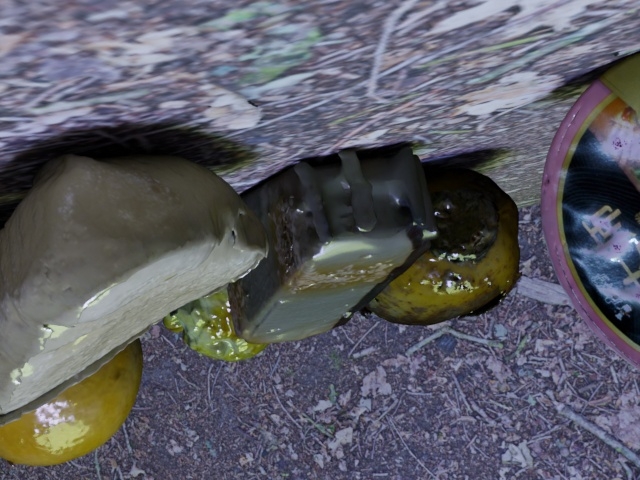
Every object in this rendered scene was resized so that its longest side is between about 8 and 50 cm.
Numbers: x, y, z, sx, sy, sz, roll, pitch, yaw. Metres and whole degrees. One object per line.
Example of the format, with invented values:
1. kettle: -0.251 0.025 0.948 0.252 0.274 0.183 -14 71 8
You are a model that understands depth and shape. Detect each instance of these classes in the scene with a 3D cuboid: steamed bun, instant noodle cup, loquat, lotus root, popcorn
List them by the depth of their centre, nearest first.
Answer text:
1. steamed bun: -0.132 0.004 0.515 0.231 0.110 0.212 -33 172 -26
2. instant noodle cup: 0.322 -0.040 0.576 0.255 0.244 0.244 -20 -177 -38
3. lotus root: 0.117 0.010 0.988 0.196 0.179 0.397 5 172 -2
4. loquat: -0.384 0.169 1.105 0.275 0.275 0.275 -11 177 -1
5. popcorn: -0.143 0.079 1.161 0.212 0.198 0.198 -4 -178 37

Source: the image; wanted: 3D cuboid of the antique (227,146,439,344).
1. antique: 0.000 0.000 0.779 0.125 0.150 0.284 -9 168 -24
